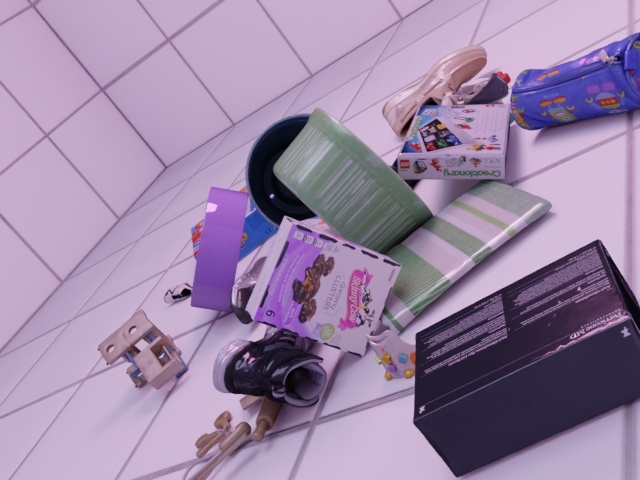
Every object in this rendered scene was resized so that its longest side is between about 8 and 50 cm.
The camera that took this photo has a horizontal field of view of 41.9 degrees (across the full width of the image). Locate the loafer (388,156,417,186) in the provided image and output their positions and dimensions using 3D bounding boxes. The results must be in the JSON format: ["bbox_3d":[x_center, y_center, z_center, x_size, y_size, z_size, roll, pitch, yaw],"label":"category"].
[{"bbox_3d":[0.152,-0.127,1.802,0.223,0.078,0.076,-48,20,-27],"label":"loafer"}]

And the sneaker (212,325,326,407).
[{"bbox_3d":[-0.043,0.199,1.362,0.153,0.101,0.268,15,19,29],"label":"sneaker"}]

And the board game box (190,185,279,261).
[{"bbox_3d":[-0.210,-0.056,2.299,0.308,0.086,0.302,-38,18,1],"label":"board game box"}]

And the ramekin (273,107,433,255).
[{"bbox_3d":[0.053,-0.094,1.575,0.148,0.303,0.303,-47,18,2],"label":"ramekin"}]

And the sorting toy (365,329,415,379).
[{"bbox_3d":[0.101,0.160,1.211,0.083,0.075,0.045,-17,27,48],"label":"sorting toy"}]

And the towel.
[{"bbox_3d":[0.210,0.018,1.419,0.325,0.038,0.248,-38,18,-2],"label":"towel"}]

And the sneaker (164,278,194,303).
[{"bbox_3d":[-0.376,0.140,2.216,0.109,0.040,0.044,-30,22,24],"label":"sneaker"}]

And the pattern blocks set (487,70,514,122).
[{"bbox_3d":[0.349,-0.287,1.902,0.285,0.026,0.325,-36,19,8],"label":"pattern blocks set"}]

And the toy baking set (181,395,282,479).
[{"bbox_3d":[-0.143,0.323,1.357,0.197,0.030,0.256,-38,11,19],"label":"toy baking set"}]

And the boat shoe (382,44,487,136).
[{"bbox_3d":[0.301,-0.372,2.108,0.302,0.109,0.098,-34,58,11],"label":"boat shoe"}]

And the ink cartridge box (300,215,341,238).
[{"bbox_3d":[0.000,0.000,1.762,0.104,0.062,0.181,-18,18,-6],"label":"ink cartridge box"}]

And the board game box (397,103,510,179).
[{"bbox_3d":[0.267,-0.196,1.622,0.193,0.053,0.305,1,26,15],"label":"board game box"}]

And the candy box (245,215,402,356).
[{"bbox_3d":[0.006,0.074,1.325,0.165,0.196,0.070,-68,18,4],"label":"candy box"}]

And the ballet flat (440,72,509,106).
[{"bbox_3d":[0.319,-0.311,1.859,0.203,0.074,0.074,-27,21,31],"label":"ballet flat"}]

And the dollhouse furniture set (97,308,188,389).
[{"bbox_3d":[-0.369,0.273,1.809,0.129,0.129,0.183,-41,48,-6],"label":"dollhouse furniture set"}]

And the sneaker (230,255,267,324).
[{"bbox_3d":[-0.102,0.081,1.775,0.132,0.086,0.229,-25,21,27],"label":"sneaker"}]

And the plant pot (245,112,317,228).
[{"bbox_3d":[-0.044,-0.151,1.974,0.271,0.272,0.255,-39,5,-3],"label":"plant pot"}]

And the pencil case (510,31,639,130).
[{"bbox_3d":[0.471,-0.276,1.485,0.306,0.133,0.119,-6,69,59],"label":"pencil case"}]

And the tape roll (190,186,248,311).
[{"bbox_3d":[-0.228,0.020,1.888,0.275,0.090,0.275,-170,90,-83],"label":"tape roll"}]

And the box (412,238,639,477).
[{"bbox_3d":[0.242,0.134,0.968,0.261,0.103,0.184,-30,16,21],"label":"box"}]
